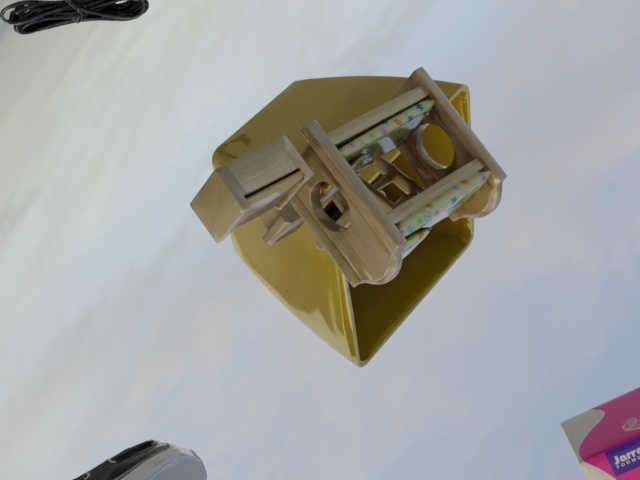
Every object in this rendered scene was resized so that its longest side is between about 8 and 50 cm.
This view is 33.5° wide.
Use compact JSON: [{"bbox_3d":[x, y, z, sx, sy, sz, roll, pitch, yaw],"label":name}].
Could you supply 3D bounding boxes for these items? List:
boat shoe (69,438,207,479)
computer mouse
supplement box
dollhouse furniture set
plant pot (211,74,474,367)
[{"bbox_3d":[-0.203,0.229,0.876,0.228,0.080,0.076,-30,-149,-34],"label":"boat shoe"},{"bbox_3d":[-0.234,-0.312,1.104,0.060,0.184,0.262,60,-30,30],"label":"computer mouse"},{"bbox_3d":[0.365,0.288,1.169,0.111,0.220,0.114,-27,-170,8],"label":"supplement box"},{"bbox_3d":[0.000,0.000,0.683,0.182,0.101,0.161,-31,171,-37],"label":"dollhouse furniture set"},{"bbox_3d":[0.016,-0.044,1.056,0.187,0.212,0.212,25,-126,30],"label":"plant pot"}]
